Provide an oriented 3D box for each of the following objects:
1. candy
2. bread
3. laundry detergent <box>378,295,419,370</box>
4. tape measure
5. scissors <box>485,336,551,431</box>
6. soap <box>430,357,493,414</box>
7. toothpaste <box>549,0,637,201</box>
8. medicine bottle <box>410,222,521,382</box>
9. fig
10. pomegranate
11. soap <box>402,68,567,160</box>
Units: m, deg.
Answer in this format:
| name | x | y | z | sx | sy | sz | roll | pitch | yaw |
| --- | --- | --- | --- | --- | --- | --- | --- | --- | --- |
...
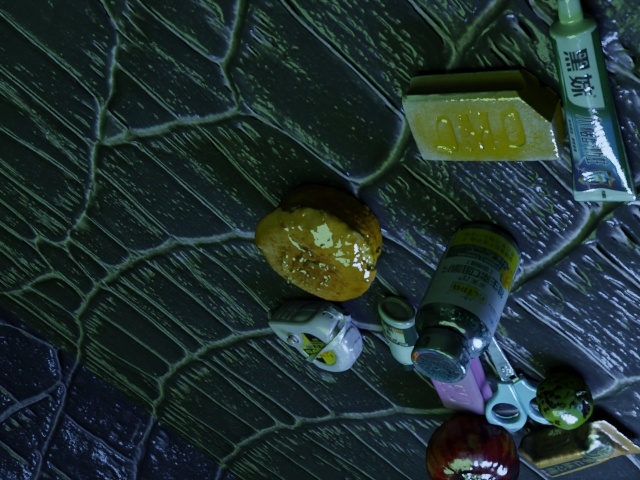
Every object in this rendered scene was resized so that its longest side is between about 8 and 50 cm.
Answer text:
| name | x | y | z | sx | sy | sz | roll | pitch | yaw |
| --- | --- | --- | --- | --- | --- | --- | --- | --- | --- |
| candy | 0.591 | 0.476 | 1.807 | 0.143 | 0.101 | 0.271 | 37 | 140 | -20 |
| bread | 0.000 | 0.000 | 1.603 | 0.269 | 0.145 | 0.268 | 17 | 140 | 14 |
| laundry detergent | 0.190 | 0.226 | 1.805 | 0.099 | 0.070 | 0.225 | 26 | 149 | 33 |
| tape measure | 0.006 | 0.234 | 1.908 | 0.236 | 0.120 | 0.197 | -6 | 126 | 47 |
| scissors | 0.420 | 0.296 | 1.748 | 0.191 | 0.029 | 0.360 | -17 | 118 | 25 |
| soap | 0.324 | 0.323 | 1.836 | 0.122 | 0.065 | 0.203 | 3 | 138 | 34 |
| toothpaste | 0.391 | -0.193 | 1.141 | 0.099 | 0.061 | 0.392 | 2 | 138 | 31 |
| medicine bottle | 0.260 | 0.114 | 1.418 | 0.142 | 0.293 | 0.141 | 20 | 145 | 15 |
| fig | 0.368 | 0.526 | 1.896 | 0.224 | 0.223 | 0.263 | 27 | 170 | 5 |
| pomegranate | 0.520 | 0.351 | 1.685 | 0.122 | 0.122 | 0.161 | 25 | 153 | 8 |
| soap | 0.258 | -0.194 | 1.227 | 0.232 | 0.073 | 0.140 | 4 | 142 | 32 |
